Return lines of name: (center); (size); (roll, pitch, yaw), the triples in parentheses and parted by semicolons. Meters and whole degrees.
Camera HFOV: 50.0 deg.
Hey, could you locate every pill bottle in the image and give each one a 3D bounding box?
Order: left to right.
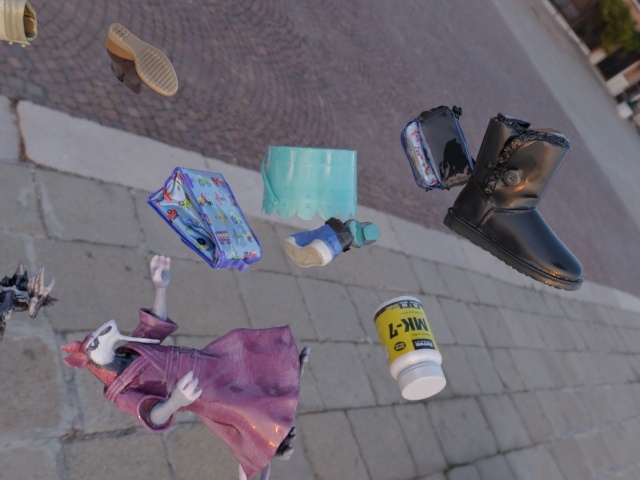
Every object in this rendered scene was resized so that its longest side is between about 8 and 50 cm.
pill bottle: (0.198, 0.237, 1.521); (0.119, 0.119, 0.208); (28, 34, -41)

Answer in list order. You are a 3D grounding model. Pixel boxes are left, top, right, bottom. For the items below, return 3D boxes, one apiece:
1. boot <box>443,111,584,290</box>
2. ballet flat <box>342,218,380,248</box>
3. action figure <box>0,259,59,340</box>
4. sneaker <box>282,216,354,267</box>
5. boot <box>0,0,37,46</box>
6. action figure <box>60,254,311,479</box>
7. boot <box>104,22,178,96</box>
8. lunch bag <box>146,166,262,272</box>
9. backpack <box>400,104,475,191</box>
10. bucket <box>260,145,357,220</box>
boot: (0.334, -0.062, 1.061); (0.246, 0.207, 0.094); (32, 26, 18)
ballet flat: (0.080, -0.013, 1.651); (0.074, 0.074, 0.203); (61, 21, 12)
action figure: (-0.579, 0.088, 1.270); (0.164, 0.141, 0.275); (18, 11, -8)
sneaker: (0.000, 0.001, 1.135); (0.084, 0.152, 0.058); (-34, 103, -22)
boot: (-0.724, -0.456, 1.490); (0.203, 0.262, 0.095); (7, 68, -16)
action figure: (-0.212, 0.209, 1.063); (0.370, 0.275, 0.248); (13, 40, -15)
boot: (-0.472, -0.443, 1.822); (0.090, 0.207, 0.248); (-42, 87, -21)
lunch bag: (-0.275, -0.039, 1.810); (0.293, 0.138, 0.221); (51, 18, 14)
backpack: (0.226, -0.173, 1.338); (0.173, 0.117, 0.158); (-89, 159, -87)
bucket: (-0.027, -0.159, 1.844); (0.281, 0.281, 0.183); (-10, 106, -60)
